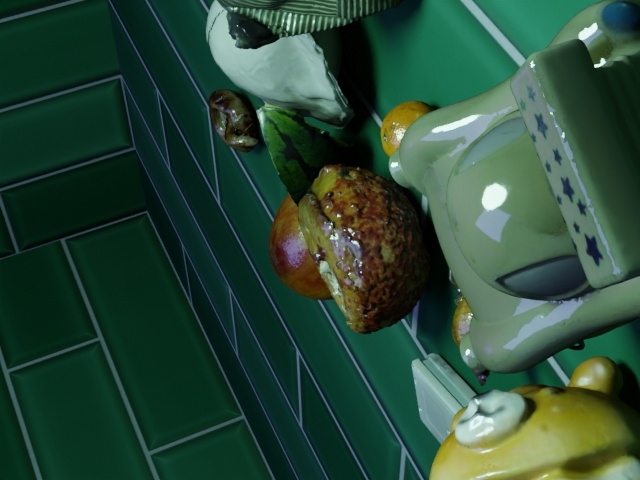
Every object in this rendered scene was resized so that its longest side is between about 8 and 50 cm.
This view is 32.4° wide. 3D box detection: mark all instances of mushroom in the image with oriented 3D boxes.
[{"bbox_3d":[-0.165,-0.232,2.182,0.171,0.080,0.135,53,169,46],"label":"mushroom"}]

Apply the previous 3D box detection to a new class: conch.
[{"bbox_3d":[0.195,0.052,1.297,0.086,0.080,0.233,155,121,-62],"label":"conch"}]

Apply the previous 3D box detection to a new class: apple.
[{"bbox_3d":[0.000,0.000,1.787,0.173,0.160,0.195,-38,77,51],"label":"apple"}]

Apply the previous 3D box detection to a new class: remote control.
[{"bbox_3d":[0.211,0.267,1.522,0.277,0.055,0.103,-132,27,-58],"label":"remote control"}]

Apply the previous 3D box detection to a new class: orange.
[{"bbox_3d":[0.113,-0.129,1.339,0.083,0.083,0.084,161,90,-75],"label":"orange"}]

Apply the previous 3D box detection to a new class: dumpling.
[{"bbox_3d":[-0.048,-0.263,1.575,0.260,0.181,0.341,53,146,6],"label":"dumpling"}]

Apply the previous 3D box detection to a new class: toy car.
[{"bbox_3d":[0.181,-0.026,0.874,0.336,0.226,0.242,-32,77,57],"label":"toy car"}]

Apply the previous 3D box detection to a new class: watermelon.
[{"bbox_3d":[-0.019,-0.127,1.623,0.129,0.123,0.301,50,-174,15],"label":"watermelon"}]

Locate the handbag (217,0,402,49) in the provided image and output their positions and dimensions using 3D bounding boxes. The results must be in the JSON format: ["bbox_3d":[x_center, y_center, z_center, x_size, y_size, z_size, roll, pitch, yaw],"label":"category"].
[{"bbox_3d":[-0.052,-0.401,1.286,0.247,0.240,0.341,92,153,-56],"label":"handbag"}]

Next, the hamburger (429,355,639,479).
[{"bbox_3d":[0.230,0.248,1.088,0.276,0.276,0.237,110,149,-67],"label":"hamburger"}]

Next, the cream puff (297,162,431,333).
[{"bbox_3d":[0.063,0.004,1.519,0.240,0.164,0.240,58,177,6],"label":"cream puff"}]
